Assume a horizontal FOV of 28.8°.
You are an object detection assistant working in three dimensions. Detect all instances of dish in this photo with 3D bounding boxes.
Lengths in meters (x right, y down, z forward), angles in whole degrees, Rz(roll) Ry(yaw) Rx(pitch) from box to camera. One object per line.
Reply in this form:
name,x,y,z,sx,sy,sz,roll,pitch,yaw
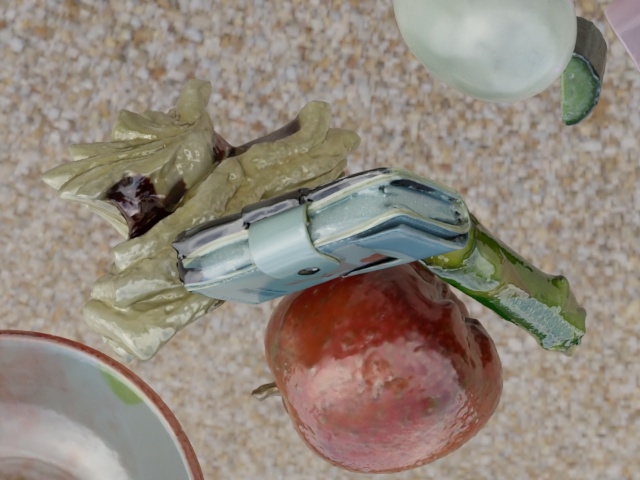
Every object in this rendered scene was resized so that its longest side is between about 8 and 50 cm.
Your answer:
dish,-0.190,0.188,0.738,0.260,0.260,0.085,6,160,2

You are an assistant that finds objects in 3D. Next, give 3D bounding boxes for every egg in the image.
egg,0.155,-0.223,1.212,0.151,0.209,0.151,-29,146,-22

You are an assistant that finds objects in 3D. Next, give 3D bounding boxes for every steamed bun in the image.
steamed bun,-0.161,-0.061,1.444,0.247,0.428,0.189,1,123,44

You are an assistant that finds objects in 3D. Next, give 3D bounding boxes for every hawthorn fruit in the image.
hawthorn fruit,0.060,0.146,1.506,0.299,0.275,0.275,-19,135,2

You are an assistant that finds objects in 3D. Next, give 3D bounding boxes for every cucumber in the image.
cucumber,0.351,-0.228,1.668,0.062,0.115,0.116,0,122,20

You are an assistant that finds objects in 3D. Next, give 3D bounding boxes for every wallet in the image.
wallet,0.000,0.000,1.201,0.250,0.075,0.176,-17,165,27

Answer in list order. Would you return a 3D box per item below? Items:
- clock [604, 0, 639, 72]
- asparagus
clock,0.439,-0.174,1.468,0.080,0.290,0.275,-34,97,21
asparagus,0.216,0.056,1.369,0.085,0.082,0.343,-8,148,43
